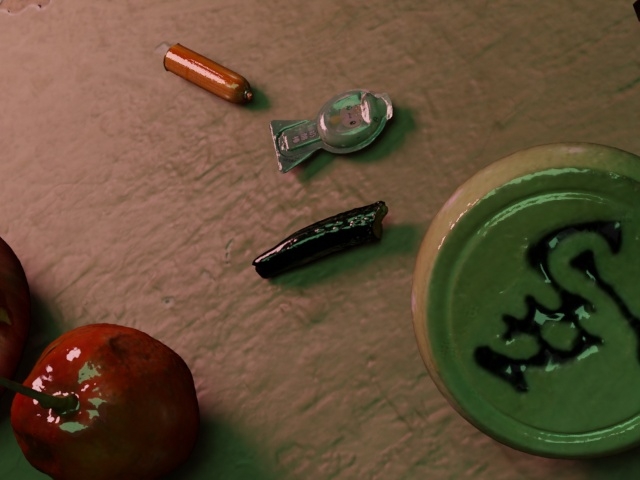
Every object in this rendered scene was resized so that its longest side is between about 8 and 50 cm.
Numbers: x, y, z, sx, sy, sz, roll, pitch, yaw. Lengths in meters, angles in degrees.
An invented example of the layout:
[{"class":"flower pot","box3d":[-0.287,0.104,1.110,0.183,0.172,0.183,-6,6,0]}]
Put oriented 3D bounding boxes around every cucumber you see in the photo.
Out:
[{"class":"cucumber","box3d":[0.000,-0.002,1.456,0.134,0.033,0.034,-17,58,13]}]

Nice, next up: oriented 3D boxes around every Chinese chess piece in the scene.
[{"class":"Chinese chess piece","box3d":[0.195,0.048,1.251,0.250,0.101,0.250,2,100,9]}]

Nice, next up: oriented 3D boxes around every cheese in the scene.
[{"class":"cheese","box3d":[0.012,-0.106,1.504,0.120,0.026,0.067,-21,60,12]}]

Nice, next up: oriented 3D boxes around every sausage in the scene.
[{"class":"sausage","box3d":[-0.106,-0.161,1.575,0.107,0.031,0.031,28,79,29]}]

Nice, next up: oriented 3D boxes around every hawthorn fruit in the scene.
[{"class":"hawthorn fruit","box3d":[-0.206,0.131,1.328,0.165,0.285,0.165,-4,75,16]}]

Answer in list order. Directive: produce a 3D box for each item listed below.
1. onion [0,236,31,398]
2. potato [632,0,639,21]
[{"class":"onion","box3d":[-0.389,0.079,1.510,0.248,0.161,0.248,-7,78,36]},{"class":"potato","box3d":[0.340,-0.236,1.415,0.096,0.066,0.103,19,72,24]}]
